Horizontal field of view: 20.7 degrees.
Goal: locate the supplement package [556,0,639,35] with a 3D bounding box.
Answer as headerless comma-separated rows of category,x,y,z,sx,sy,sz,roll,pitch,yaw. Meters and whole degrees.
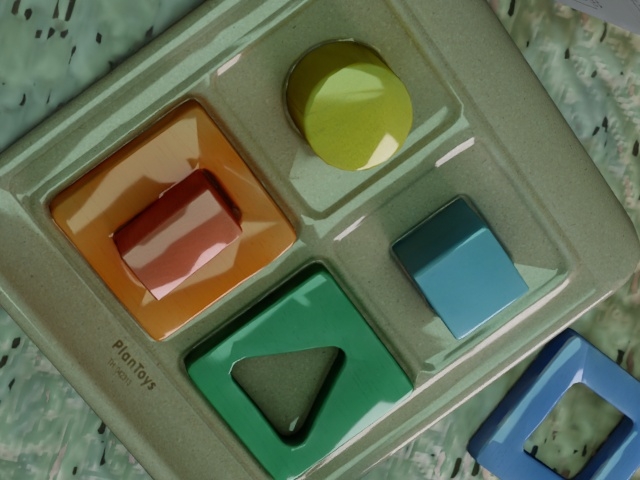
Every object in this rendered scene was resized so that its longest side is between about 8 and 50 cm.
supplement package,0.086,-0.220,0.502,0.204,0.145,0.262,-44,114,1

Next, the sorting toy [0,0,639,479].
sorting toy,0.000,0.000,0.600,0.196,0.047,0.347,-38,114,-2
